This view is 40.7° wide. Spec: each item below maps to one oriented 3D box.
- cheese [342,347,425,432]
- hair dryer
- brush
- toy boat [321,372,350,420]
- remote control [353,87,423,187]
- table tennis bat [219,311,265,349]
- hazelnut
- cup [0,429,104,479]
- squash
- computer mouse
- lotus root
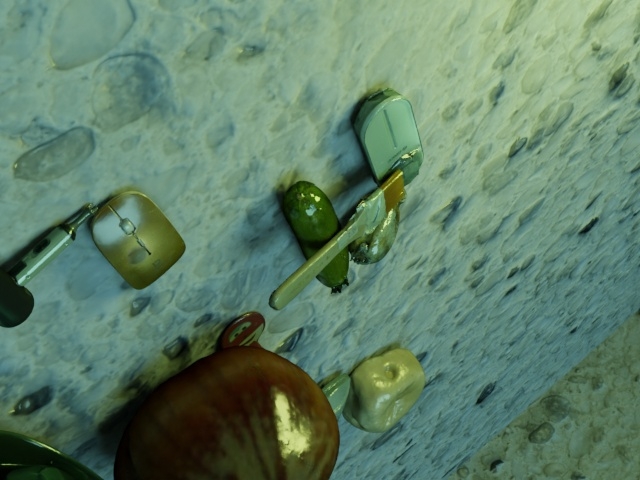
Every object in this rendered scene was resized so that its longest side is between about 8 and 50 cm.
[{"bbox_3d":[0.149,0.367,2.099,0.235,0.117,0.218,-56,147,11],"label":"cheese"},{"bbox_3d":[-0.365,0.018,1.112,0.198,0.057,0.100,-46,151,-15],"label":"hair dryer"},{"bbox_3d":[0.033,0.003,1.438,0.336,0.020,0.085,-43,148,-25],"label":"brush"},{"bbox_3d":[-0.034,0.437,1.992,0.320,0.092,0.141,-52,150,-3],"label":"toy boat"},{"bbox_3d":[0.118,-0.166,1.467,0.104,0.052,0.247,-39,150,-7],"label":"remote control"},{"bbox_3d":[-0.137,0.184,1.622,0.098,0.019,0.155,-41,147,-7],"label":"table tennis bat"},{"bbox_3d":[-0.163,0.375,1.515,0.409,0.359,0.359,-36,149,-24],"label":"hazelnut"},{"bbox_3d":[-0.439,0.531,1.254,0.392,0.400,0.310,-55,-177,0],"label":"cup"},{"bbox_3d":[0.002,0.000,1.492,0.087,0.087,0.331,-39,147,-10],"label":"squash"},{"bbox_3d":[-0.254,0.005,1.227,0.102,0.045,0.199,-41,151,-12],"label":"computer mouse"},{"bbox_3d":[0.101,-0.028,1.580,0.165,0.088,0.088,-64,151,-8],"label":"lotus root"}]
